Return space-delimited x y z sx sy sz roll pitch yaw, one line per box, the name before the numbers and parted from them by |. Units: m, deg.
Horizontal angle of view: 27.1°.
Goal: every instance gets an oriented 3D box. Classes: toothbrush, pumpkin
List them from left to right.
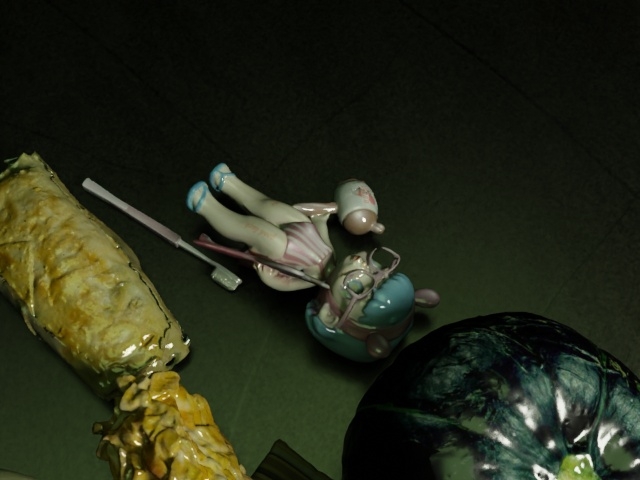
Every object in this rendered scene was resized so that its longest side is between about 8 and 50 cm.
toothbrush | -0.161 -0.007 1.341 0.194 0.014 0.017 34 74 11
pumpkin | 0.160 0.219 1.150 0.315 0.238 0.315 4 77 -16

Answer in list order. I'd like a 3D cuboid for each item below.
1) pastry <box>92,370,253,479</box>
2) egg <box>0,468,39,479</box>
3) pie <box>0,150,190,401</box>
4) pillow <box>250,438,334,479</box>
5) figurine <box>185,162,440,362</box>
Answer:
pastry | -0.116 0.234 1.152 0.102 0.154 0.250 -37 52 12
egg | -0.269 0.314 1.114 0.219 0.219 0.269 -41 80 -14
pie | -0.250 0.029 1.301 0.128 0.068 0.282 -39 71 -14
pillow | -0.055 0.292 1.219 0.113 0.038 0.203 34 73 17
figurine | -0.007 0.012 1.303 0.260 0.103 0.205 34 37 13
